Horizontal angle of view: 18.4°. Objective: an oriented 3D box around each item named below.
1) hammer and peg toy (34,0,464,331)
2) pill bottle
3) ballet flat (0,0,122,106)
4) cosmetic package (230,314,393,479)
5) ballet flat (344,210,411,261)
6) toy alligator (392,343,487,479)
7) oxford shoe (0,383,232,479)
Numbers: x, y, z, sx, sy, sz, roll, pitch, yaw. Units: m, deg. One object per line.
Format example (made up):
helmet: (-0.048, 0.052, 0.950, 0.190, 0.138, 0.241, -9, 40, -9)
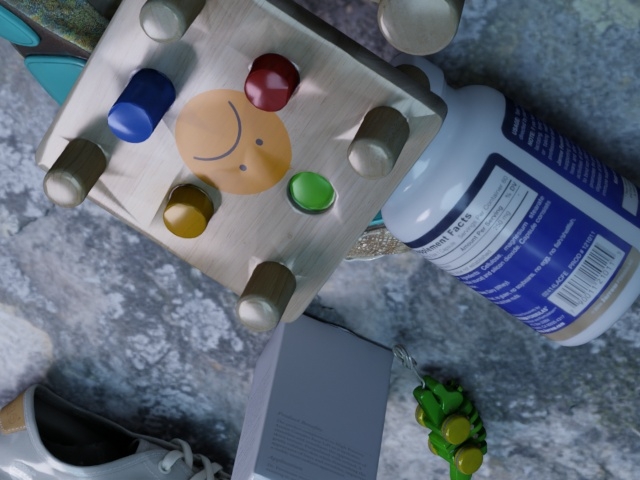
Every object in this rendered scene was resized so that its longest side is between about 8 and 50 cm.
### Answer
hammer and peg toy: (-0.046, -0.121, 1.499, 0.266, 0.127, 0.361, 32, 127, -4)
pill bottle: (0.147, -0.037, 1.668, 0.265, 0.153, 0.153, 34, 124, -15)
ballet flat: (-0.214, -0.190, 1.629, 0.123, 0.123, 0.348, -25, 137, 24)
cosmetic package: (-0.009, 0.179, 1.801, 0.117, 0.231, 0.085, 24, 126, -9)
ballet flat: (0.000, 0.000, 1.773, 0.206, 0.073, 0.067, -7, 139, 18)
toy alligator: (0.123, 0.161, 1.884, 0.051, 0.056, 0.189, -35, 122, -19)
oxford shoe: (-0.135, 0.270, 1.943, 0.449, 0.169, 0.130, 25, 106, -9)
